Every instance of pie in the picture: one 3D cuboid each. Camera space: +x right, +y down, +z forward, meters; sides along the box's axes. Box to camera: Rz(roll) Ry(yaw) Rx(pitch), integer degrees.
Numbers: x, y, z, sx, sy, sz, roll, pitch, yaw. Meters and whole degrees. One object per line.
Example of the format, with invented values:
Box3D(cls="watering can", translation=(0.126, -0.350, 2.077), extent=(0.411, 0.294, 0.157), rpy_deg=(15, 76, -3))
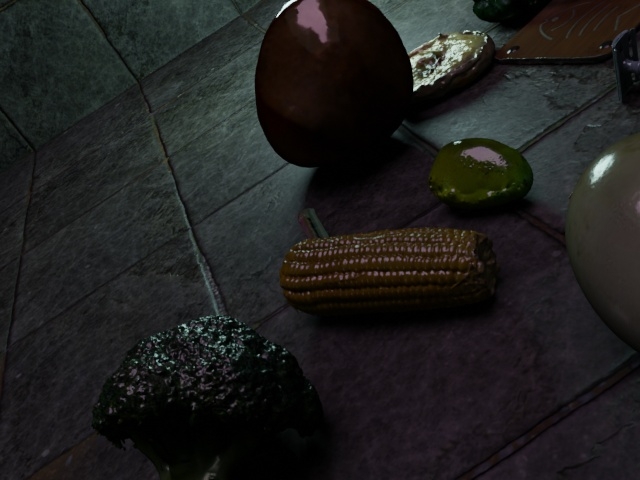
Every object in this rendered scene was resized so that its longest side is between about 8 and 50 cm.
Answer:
Box3D(cls="pie", translation=(0.251, -0.380, 1.615), extent=(0.274, 0.055, 0.274), rpy_deg=(-24, 31, 15))

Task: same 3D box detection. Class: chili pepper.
Box3D(cls="chili pepper", translation=(0.447, -0.583, 1.619), extent=(0.174, 0.165, 0.261), rpy_deg=(-40, 22, -27))

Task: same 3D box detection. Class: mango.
Box3D(cls="mango", translation=(0.257, -0.104, 1.173), extent=(0.178, 0.100, 0.119), rpy_deg=(14, 90, 42))

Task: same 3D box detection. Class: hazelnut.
Box3D(cls="hazelnut", translation=(0.020, -0.317, 1.486), extent=(0.366, 0.365, 0.365), rpy_deg=(-24, 31, 16))

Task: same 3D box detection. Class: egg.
Box3D(cls="egg", translation=(0.376, 0.012, 0.772), extent=(0.218, 0.218, 0.295), rpy_deg=(-17, 43, 26))

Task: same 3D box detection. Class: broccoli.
Box3D(cls="broccoli", translation=(-0.142, 0.243, 0.936), extent=(0.298, 0.298, 0.297), rpy_deg=(-4, 79, 40))

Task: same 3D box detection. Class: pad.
Box3D(cls="pad", translation=(0.532, -0.443, 1.484), extent=(0.286, 0.018, 0.284), rpy_deg=(-43, 31, -19))

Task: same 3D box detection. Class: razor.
Box3D(cls="razor", translation=(0.567, -0.258, 1.126), extent=(0.232, 0.106, 0.068), rpy_deg=(20, 58, 43))

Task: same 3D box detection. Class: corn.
Box3D(cls="corn", translation=(0.092, 0.045, 1.082), extent=(0.344, 0.131, 0.131), rpy_deg=(-8, 39, 36))

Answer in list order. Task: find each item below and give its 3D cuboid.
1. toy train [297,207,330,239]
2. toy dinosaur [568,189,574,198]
Box3D(cls="toy train", translation=(0.000, 0.000, 1.285), extent=(0.038, 0.071, 0.148), rpy_deg=(-32, 30, 2))
Box3D(cls="toy dinosaur", translation=(0.405, -0.088, 1.065), extent=(0.113, 0.041, 0.026), rpy_deg=(-39, 34, -2))
